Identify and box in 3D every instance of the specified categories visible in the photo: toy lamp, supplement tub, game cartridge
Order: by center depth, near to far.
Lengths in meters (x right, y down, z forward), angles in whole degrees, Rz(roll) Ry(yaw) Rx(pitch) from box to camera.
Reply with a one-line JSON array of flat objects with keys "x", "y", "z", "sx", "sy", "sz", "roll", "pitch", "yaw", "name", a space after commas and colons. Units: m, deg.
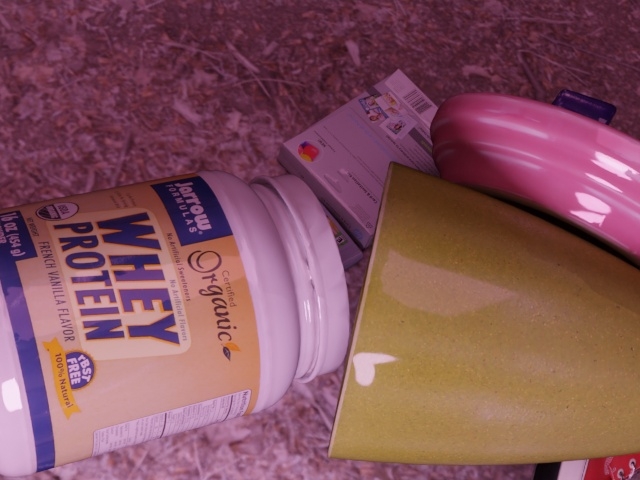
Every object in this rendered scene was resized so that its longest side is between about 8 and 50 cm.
[{"x": -0.155, "y": 0.062, "z": 0.984, "sx": 0.316, "sy": 0.228, "sz": 0.228, "roll": -13, "pitch": 66, "yaw": -21, "name": "supplement tub"}, {"x": 0.000, "y": 0.000, "z": 1.183, "sx": 0.056, "sy": 0.017, "sz": 0.083, "roll": -33, "pitch": 74, "yaw": -24, "name": "game cartridge"}, {"x": 0.387, "y": -0.086, "z": 1.297, "sx": 0.275, "sy": 0.080, "sz": 0.080, "roll": 32, "pitch": 59, "yaw": 3, "name": "toy lamp"}]

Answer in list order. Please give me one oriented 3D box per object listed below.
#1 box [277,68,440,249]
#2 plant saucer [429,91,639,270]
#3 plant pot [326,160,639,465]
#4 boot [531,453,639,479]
[{"x": 0.069, "y": -0.094, "z": 1.241, "sx": 0.186, "sy": 0.038, "sz": 0.145, "roll": -36, "pitch": 75, "yaw": -29, "name": "box"}, {"x": 0.249, "y": -0.027, "z": 1.100, "sx": 0.332, "sy": 0.332, "sz": 0.084, "roll": 28, "pitch": 82, "yaw": 2, "name": "plant saucer"}, {"x": 0.177, "y": 0.092, "z": 1.003, "sx": 0.294, "sy": 0.274, "sz": 0.274, "roll": 12, "pitch": 59, "yaw": 2, "name": "plant pot"}, {"x": 0.311, "y": 0.228, "z": 1.100, "sx": 0.176, "sy": 0.088, "sz": 0.244, "roll": 28, "pitch": 55, "yaw": 0, "name": "boot"}]
